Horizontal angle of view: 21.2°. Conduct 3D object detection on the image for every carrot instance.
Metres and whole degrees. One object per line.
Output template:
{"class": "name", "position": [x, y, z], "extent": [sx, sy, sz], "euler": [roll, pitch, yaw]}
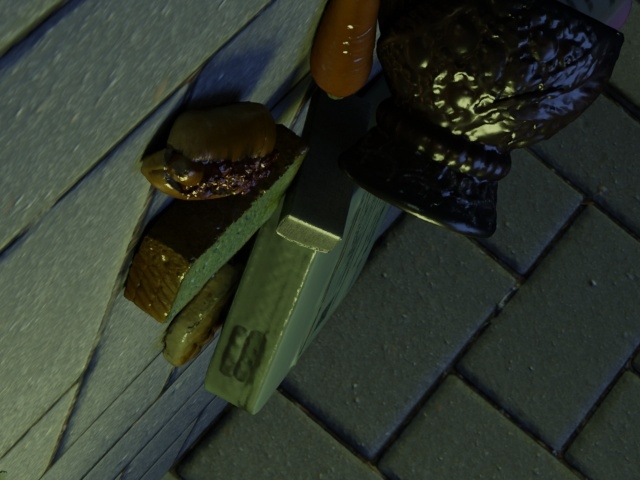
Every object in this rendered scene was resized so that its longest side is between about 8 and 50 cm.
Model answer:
{"class": "carrot", "position": [0.030, -0.230, 1.713], "extent": [0.069, 0.069, 0.336], "euler": [-48, 167, -22]}

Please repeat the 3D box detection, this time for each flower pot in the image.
{"class": "flower pot", "position": [0.157, -0.160, 1.860], "extent": [0.267, 0.266, 0.266], "euler": [-64, 172, 10]}

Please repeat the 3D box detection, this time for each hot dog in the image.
{"class": "hot dog", "position": [-0.091, -0.080, 1.600], "extent": [0.102, 0.076, 0.249], "euler": [-55, 172, 11]}

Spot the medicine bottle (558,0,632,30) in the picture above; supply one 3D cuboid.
{"class": "medicine bottle", "position": [0.285, -0.319, 2.251], "extent": [0.388, 0.219, 0.219], "euler": [-46, 173, -33]}

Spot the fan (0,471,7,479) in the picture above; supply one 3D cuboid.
{"class": "fan", "position": [-0.457, 0.369, 1.944], "extent": [0.191, 0.009, 0.329], "euler": [-53, 174, 30]}

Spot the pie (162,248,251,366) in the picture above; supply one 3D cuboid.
{"class": "pie", "position": [-0.150, 0.094, 2.383], "extent": [0.195, 0.046, 0.195], "euler": [-49, 172, -9]}

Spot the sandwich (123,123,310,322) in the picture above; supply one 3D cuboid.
{"class": "sandwich", "position": [-0.116, -0.019, 1.840], "extent": [0.215, 0.065, 0.186], "euler": [-46, 173, -32]}

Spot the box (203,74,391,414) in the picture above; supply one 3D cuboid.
{"class": "box", "position": [-0.001, 0.000, 2.353], "extent": [0.396, 0.111, 0.396], "euler": [-50, 167, -50]}

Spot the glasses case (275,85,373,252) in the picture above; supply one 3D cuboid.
{"class": "glasses case", "position": [0.005, -0.085, 1.952], "extent": [0.047, 0.070, 0.205], "euler": [128, -20, -50]}
